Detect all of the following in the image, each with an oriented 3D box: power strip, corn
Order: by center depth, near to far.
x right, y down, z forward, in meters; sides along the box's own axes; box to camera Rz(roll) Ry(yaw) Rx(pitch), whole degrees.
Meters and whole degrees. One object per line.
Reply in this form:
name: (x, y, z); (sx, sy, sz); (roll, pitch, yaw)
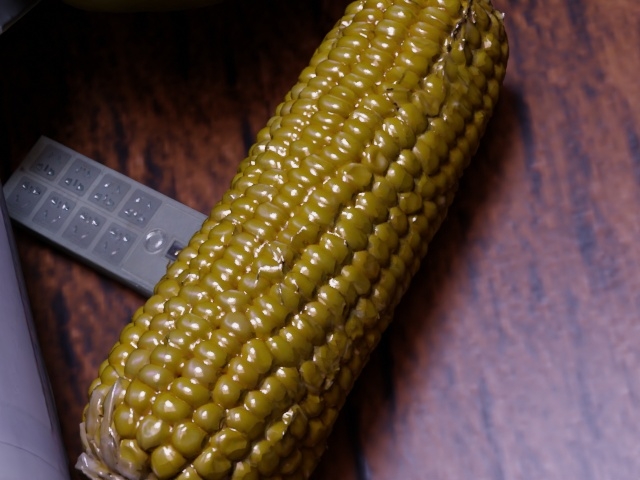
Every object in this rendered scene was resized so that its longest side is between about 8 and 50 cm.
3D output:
corn: (0.000, 0.000, 0.674); (0.106, 0.106, 0.293); (23, 68, 27)
power strip: (-0.101, -0.008, 0.754); (0.136, 0.019, 0.051); (27, 72, 28)

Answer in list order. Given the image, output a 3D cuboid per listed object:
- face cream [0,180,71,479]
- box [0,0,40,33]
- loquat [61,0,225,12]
face cream: (-0.165, 0.112, 0.605); (0.145, 0.145, 0.370); (-27, 48, 3)
box: (-0.270, -0.086, 0.768); (0.270, 0.045, 0.211); (-21, 15, 7)
loquat: (-0.070, -0.249, 0.724); (0.284, 0.276, 0.276); (-42, 58, -17)
